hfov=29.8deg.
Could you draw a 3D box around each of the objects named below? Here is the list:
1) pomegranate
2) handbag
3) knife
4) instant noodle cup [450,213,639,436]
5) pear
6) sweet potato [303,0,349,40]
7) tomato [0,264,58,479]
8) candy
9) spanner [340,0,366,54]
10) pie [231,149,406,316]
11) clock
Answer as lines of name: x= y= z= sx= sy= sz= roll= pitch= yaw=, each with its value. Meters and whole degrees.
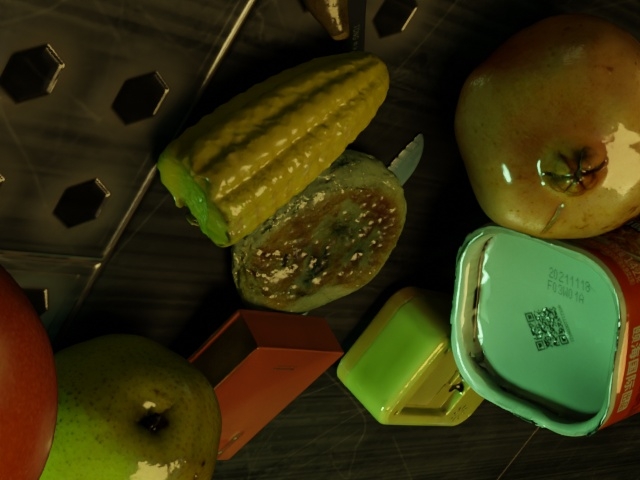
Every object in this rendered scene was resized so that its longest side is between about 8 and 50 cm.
pomegranate: x=0.227 y=-0.105 z=1.103 sx=0.209 sy=0.209 sz=0.209 roll=-28 pitch=144 yaw=-22
handbag: x=-0.085 y=0.144 z=1.150 sx=0.190 sy=0.063 sz=0.127 roll=-44 pitch=149 yaw=26
knife: x=0.007 y=0.021 z=1.185 sx=0.313 sy=0.019 sz=0.044 roll=-53 pitch=143 yaw=11
instant noodle cup: x=0.309 y=0.052 z=1.267 sx=0.308 sy=0.294 sz=0.294 roll=-19 pitch=140 yaw=-41
pear: x=-0.177 y=0.168 z=1.011 sx=0.198 sy=0.198 sz=0.198 roll=-28 pitch=144 yaw=-22
sweet potato: x=-0.002 y=-0.249 z=0.831 sx=0.069 sy=0.059 sz=0.249 roll=-25 pitch=140 yaw=-5
tomato: x=-0.287 y=0.093 z=0.736 sx=0.224 sy=0.256 sz=0.256 roll=-64 pitch=152 yaw=-19
candy: x=-0.028 y=-0.087 z=0.954 sx=0.199 sy=0.094 sz=0.106 roll=-39 pitch=-178 yaw=-15
spanner: x=0.025 y=-0.175 z=0.981 sx=0.046 sy=0.012 sz=0.208 roll=-26 pitch=144 yaw=-23
pie: x=0.000 y=0.000 z=1.113 sx=0.187 sy=0.041 sz=0.187 roll=-23 pitch=139 yaw=-22
clock: x=0.126 y=0.133 z=1.361 sx=0.202 sy=0.096 sz=0.143 roll=15 pitch=114 yaw=-54
